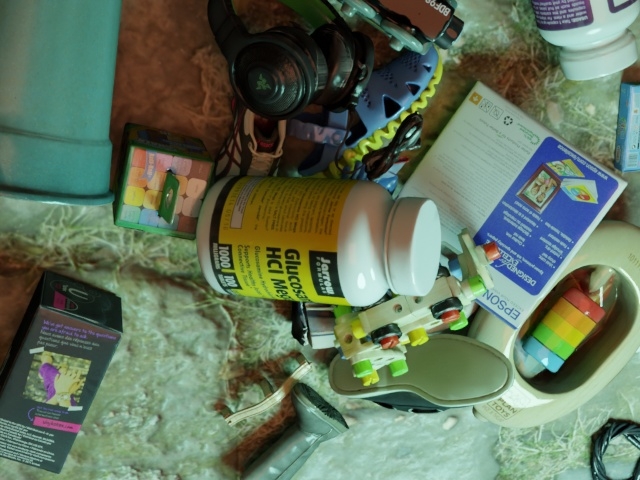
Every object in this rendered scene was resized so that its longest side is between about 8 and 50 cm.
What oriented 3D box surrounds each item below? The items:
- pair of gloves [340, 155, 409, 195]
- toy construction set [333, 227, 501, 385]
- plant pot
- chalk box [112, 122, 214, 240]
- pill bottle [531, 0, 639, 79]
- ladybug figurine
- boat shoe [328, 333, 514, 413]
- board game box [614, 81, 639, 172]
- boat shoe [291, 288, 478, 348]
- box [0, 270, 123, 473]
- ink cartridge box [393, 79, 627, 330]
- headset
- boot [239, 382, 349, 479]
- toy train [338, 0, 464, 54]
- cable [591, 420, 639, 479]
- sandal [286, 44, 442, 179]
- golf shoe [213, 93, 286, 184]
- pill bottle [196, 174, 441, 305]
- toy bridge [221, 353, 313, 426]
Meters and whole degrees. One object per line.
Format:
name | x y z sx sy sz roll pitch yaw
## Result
pair of gloves | 0.064 -0.082 1.633 0.198 0.023 0.159 -17 153 -42
toy construction set | 0.156 0.114 1.570 0.328 0.151 0.215 -39 155 9
plant pot | -0.429 -0.248 1.375 0.341 0.341 0.334 11 97 -17
chalk box | -0.247 -0.087 1.517 0.132 0.213 0.132 12 104 -16
pill bottle | 0.421 -0.423 1.592 0.169 0.169 0.301 -22 112 -6
ladybug figurine | 0.422 0.145 1.790 0.305 0.162 0.449 41 95 -22
boat shoe | 0.187 0.243 1.721 0.340 0.127 0.113 -10 155 27
board game box | 0.645 -0.212 1.789 0.211 0.039 0.160 -5 110 -12
boat shoe | 0.111 0.079 1.707 0.340 0.127 0.158 -12 119 -9
box | -0.439 0.212 1.600 0.143 0.165 0.270 23 101 -19
ink cartridge box | 0.302 -0.060 1.663 0.303 0.072 0.307 37 101 12
headset | -0.001 -0.265 1.441 0.243 0.394 0.185 -14 158 -46
boot | -0.066 0.368 1.783 0.208 0.076 0.189 -36 132 5
toy train | 0.066 -0.401 1.484 0.334 0.190 0.142 31 98 -13
cable | 0.624 0.449 2.008 0.150 0.047 0.184 -19 111 -7
sandal | 0.063 -0.218 1.603 0.317 0.126 0.138 -43 109 2
golf shoe | -0.110 -0.140 1.586 0.105 0.120 0.273 2 109 -16
pill bottle | 0.000 0.000 1.462 0.334 0.188 0.188 3 112 23
toy bridge | -0.092 0.273 1.762 0.188 0.063 0.026 -35 113 0
